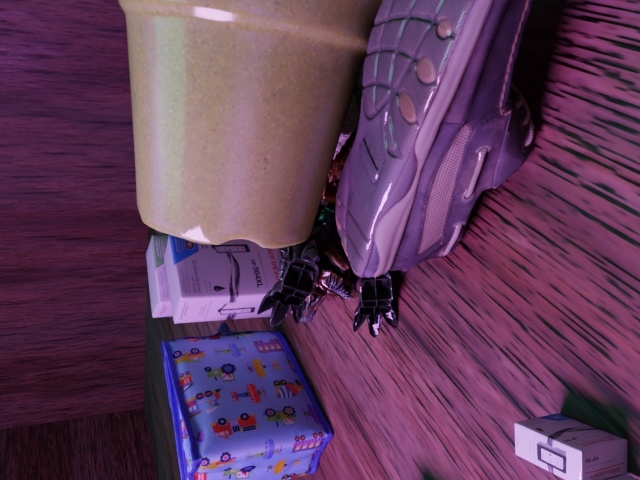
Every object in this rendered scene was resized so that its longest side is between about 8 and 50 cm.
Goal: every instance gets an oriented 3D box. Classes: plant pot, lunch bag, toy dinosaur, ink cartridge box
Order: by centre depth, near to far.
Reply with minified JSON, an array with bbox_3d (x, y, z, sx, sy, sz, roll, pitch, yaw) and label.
[{"bbox_3d":[0.194,0.159,0.443,0.083,0.048,0.028,-175,83,-65],"label":"ink cartridge box"},{"bbox_3d":[-0.080,-0.135,0.591,0.276,0.276,0.253,-144,60,-61],"label":"plant pot"},{"bbox_3d":[0.000,0.000,0.764,0.218,0.164,0.321,-95,-4,-48],"label":"toy dinosaur"},{"bbox_3d":[-0.141,0.255,1.003,0.293,0.221,0.138,-115,32,-41],"label":"lunch bag"},{"bbox_3d":[-0.170,0.063,1.074,0.086,0.203,0.148,117,143,-45],"label":"ink cartridge box"},{"bbox_3d":[-0.246,0.070,1.238,0.093,0.213,0.154,-50,47,53],"label":"ink cartridge box"}]

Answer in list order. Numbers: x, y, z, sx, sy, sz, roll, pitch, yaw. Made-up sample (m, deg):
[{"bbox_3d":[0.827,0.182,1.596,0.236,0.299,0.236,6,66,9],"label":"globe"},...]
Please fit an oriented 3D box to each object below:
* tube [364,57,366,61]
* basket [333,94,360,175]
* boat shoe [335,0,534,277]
[{"bbox_3d":[0.056,-0.277,0.708,0.062,0.070,0.240,58,-170,-48],"label":"tube"},{"bbox_3d":[-0.035,-0.159,0.793,0.103,0.167,0.113,-45,52,52],"label":"basket"},{"bbox_3d":[0.108,-0.105,0.515,0.355,0.130,0.132,107,153,-50],"label":"boat shoe"}]
